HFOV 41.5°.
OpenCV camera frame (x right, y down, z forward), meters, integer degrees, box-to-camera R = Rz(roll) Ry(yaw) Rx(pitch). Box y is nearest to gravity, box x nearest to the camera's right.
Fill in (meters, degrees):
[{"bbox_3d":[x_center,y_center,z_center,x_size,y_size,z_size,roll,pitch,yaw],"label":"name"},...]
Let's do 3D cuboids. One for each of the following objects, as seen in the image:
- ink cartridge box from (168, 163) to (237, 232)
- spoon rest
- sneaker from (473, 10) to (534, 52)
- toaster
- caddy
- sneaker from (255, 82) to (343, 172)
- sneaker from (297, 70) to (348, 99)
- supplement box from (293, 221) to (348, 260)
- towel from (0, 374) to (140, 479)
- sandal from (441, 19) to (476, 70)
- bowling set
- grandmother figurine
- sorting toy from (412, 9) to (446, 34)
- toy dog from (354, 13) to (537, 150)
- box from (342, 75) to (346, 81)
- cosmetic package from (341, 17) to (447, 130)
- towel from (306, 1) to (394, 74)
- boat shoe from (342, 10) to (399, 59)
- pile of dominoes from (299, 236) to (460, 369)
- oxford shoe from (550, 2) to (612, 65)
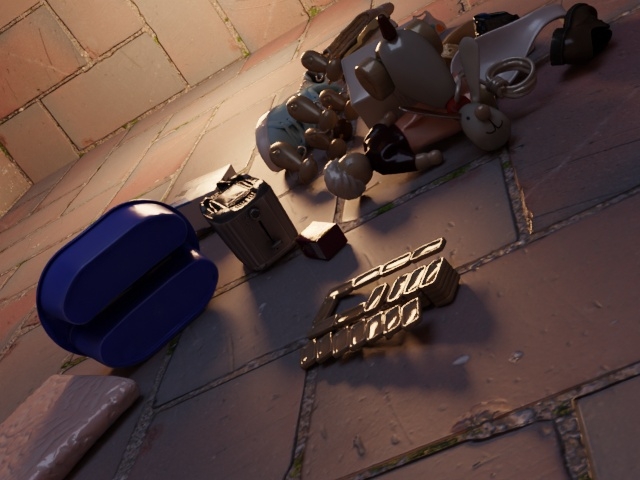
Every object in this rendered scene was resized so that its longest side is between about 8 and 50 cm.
[{"bbox_3d":[-0.272,-0.095,2.007,0.139,0.082,0.191,-22,21,15],"label":"ink cartridge box"},{"bbox_3d":[0.383,-0.384,1.674,0.276,0.084,0.137,-34,60,-4],"label":"spoon rest"},{"bbox_3d":[0.326,-0.406,1.779,0.216,0.121,0.079,-27,21,17],"label":"sneaker"},{"bbox_3d":[-0.138,-0.036,1.626,0.129,0.146,0.227,-38,22,-13],"label":"toaster"},{"bbox_3d":[-0.361,0.078,1.587,0.341,0.241,0.179,-41,29,-19],"label":"caddy"},{"bbox_3d":[-0.042,-0.301,2.072,0.150,0.135,0.366,-25,24,32],"label":"sneaker"},{"bbox_3d":[-0.026,-0.402,2.286,0.232,0.115,0.090,-18,25,35],"label":"sneaker"},{"bbox_3d":[0.000,0.000,1.492,0.055,0.043,0.083,-43,23,-22],"label":"supplement box"},{"bbox_3d":[-0.493,0.357,1.432,0.317,0.053,0.332,-9,32,49],"label":"towel"},{"bbox_3d":[0.285,-0.384,1.872,0.240,0.088,0.079,-40,35,4],"label":"sandal"},{"bbox_3d":[0.031,-0.265,1.865,0.154,0.199,0.287,32,110,45],"label":"bowling set"},{"bbox_3d":[0.155,-0.193,1.599,0.342,0.104,0.208,-34,27,-1],"label":"grandmother figurine"},{"bbox_3d":[0.283,-0.582,2.280,0.083,0.075,0.045,-10,31,47],"label":"sorting toy"},{"bbox_3d":[0.197,-0.299,1.488,0.333,0.161,0.220,21,73,32],"label":"toy dog"},{"bbox_3d":[0.008,-0.447,2.457,0.094,0.027,0.137,-40,22,-17],"label":"box"},{"bbox_3d":[0.163,-0.321,1.733,0.183,0.151,0.151,-25,49,19],"label":"cosmetic package"},{"bbox_3d":[0.080,-0.558,2.369,0.282,0.049,0.187,-40,1,35],"label":"towel"},{"bbox_3d":[0.144,-0.511,2.293,0.113,0.103,0.302,-44,2,-12],"label":"boat shoe"},{"bbox_3d":[0.081,0.102,1.201,0.251,0.040,0.196,-28,21,38],"label":"pile of dominoes"},{"bbox_3d":[0.495,-0.379,1.568,0.096,0.083,0.227,5,37,25],"label":"oxford shoe"}]
